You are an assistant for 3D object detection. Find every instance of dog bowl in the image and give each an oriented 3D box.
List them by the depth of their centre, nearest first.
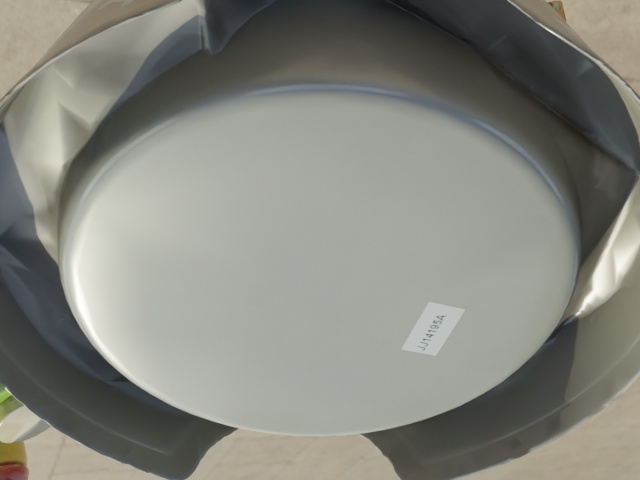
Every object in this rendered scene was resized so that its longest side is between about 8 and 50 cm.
[{"bbox_3d":[0.000,0.000,0.466,0.348,0.102,0.349,-1,136,-1],"label":"dog bowl"}]

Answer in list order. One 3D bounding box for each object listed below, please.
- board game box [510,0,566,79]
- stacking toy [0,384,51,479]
[{"bbox_3d":[0.145,-0.115,0.799,0.141,0.048,0.170,-6,130,11],"label":"board game box"},{"bbox_3d":[-0.311,0.213,0.734,0.279,0.130,0.309,-43,158,26],"label":"stacking toy"}]
